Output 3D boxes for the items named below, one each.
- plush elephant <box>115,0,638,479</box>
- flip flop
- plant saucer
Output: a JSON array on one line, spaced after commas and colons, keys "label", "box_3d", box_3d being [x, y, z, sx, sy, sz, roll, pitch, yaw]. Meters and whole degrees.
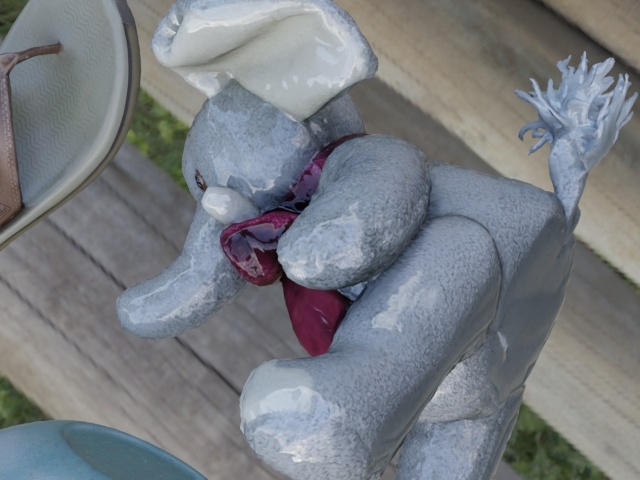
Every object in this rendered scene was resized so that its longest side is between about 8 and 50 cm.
[{"label": "plush elephant", "box_3d": [0.000, 0.000, 0.665, 0.255, 0.272, 0.330, 21, 72, 27]}, {"label": "flip flop", "box_3d": [-0.216, -0.054, 0.702, 0.277, 0.080, 0.112, -41, 71, 14]}, {"label": "plant saucer", "box_3d": [-0.110, 0.146, 0.662, 0.195, 0.195, 0.037, 27, 91, 10]}]
